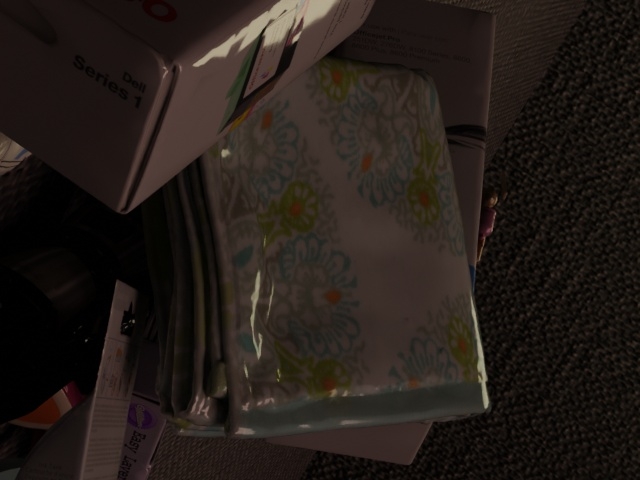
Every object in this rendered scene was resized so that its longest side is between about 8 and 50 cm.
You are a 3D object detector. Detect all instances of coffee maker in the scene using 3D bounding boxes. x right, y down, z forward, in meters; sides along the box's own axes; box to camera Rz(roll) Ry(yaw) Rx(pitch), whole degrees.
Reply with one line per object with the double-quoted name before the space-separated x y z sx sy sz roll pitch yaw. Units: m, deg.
"coffee maker" -0.226 0.064 1.502 0.171 0.120 0.178 -42 176 30

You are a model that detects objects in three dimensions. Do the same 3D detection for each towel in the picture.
"towel" 0.000 0.000 1.557 0.090 0.320 0.374 -12 170 39

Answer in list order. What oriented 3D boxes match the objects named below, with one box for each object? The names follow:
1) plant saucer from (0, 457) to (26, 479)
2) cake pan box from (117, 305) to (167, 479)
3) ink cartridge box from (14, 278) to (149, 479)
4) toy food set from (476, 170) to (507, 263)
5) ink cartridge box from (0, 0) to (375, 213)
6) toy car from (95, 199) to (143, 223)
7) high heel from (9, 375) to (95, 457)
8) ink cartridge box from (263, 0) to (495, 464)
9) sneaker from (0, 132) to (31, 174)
"plant saucer" -0.302 0.230 1.736 0.119 0.021 0.119 -21 155 -10
"cake pan box" -0.170 0.142 1.858 0.245 0.070 0.267 -76 -173 -45
"ink cartridge box" -0.181 0.147 1.393 0.189 0.066 0.232 73 22 -84
"toy food set" 0.155 -0.009 1.875 0.078 0.019 0.122 -86 -166 -65
"ink cartridge box" -0.102 -0.165 1.084 0.278 0.201 0.117 -44 163 -48
"toy car" -0.105 0.017 1.639 0.155 0.188 0.149 -56 169 -1
"high heel" -0.242 0.127 1.723 0.244 0.082 0.117 83 18 -58
"ink cartridge box" 0.060 -0.013 1.910 0.285 0.166 0.395 108 -9 -60
"sneaker" -0.214 -0.081 1.209 0.086 0.085 0.237 -32 -178 21
